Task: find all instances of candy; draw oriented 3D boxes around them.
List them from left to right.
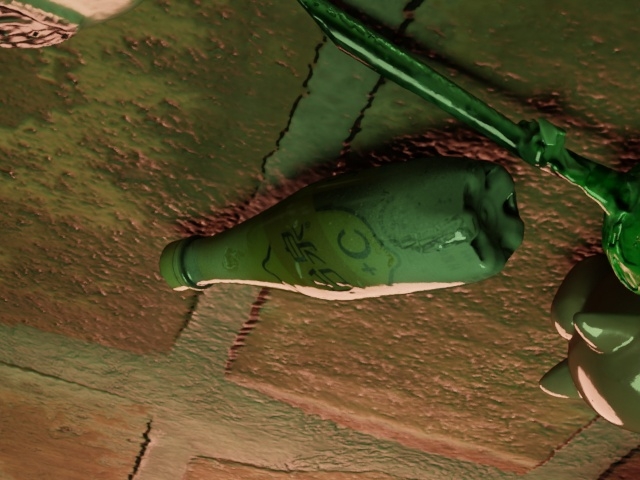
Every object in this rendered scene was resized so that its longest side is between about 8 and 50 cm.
[{"bbox_3d":[0.118,-0.058,0.805,0.323,0.097,0.097,29,143,-13],"label":"candy"}]

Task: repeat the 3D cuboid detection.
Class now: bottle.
[{"bbox_3d":[0.000,0.000,0.911,0.269,0.083,0.083,-8,142,37],"label":"bottle"}]

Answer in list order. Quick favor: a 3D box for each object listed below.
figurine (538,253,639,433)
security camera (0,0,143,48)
[{"bbox_3d":[0.218,0.065,0.917,0.138,0.125,0.125,-4,146,-4],"label":"figurine"},{"bbox_3d":[-0.202,-0.154,0.638,0.157,0.080,0.301,-9,169,27],"label":"security camera"}]
